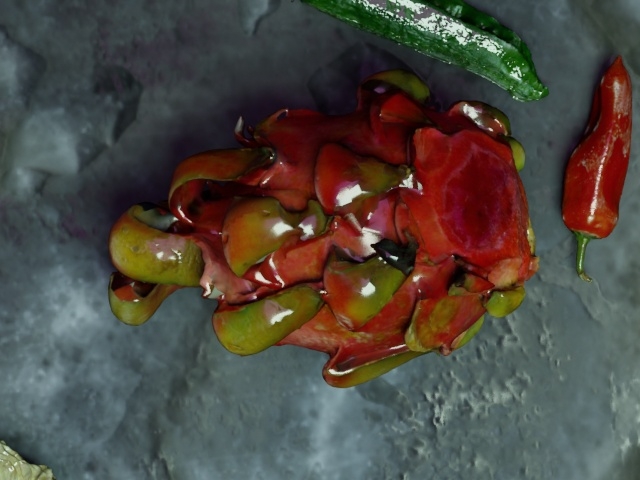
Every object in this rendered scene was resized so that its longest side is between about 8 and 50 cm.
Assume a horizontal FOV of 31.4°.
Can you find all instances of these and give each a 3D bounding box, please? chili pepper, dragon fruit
[{"bbox_3d":[0.229,-0.061,0.943,0.050,0.059,0.191,10,89,8],"label":"chili pepper"},{"bbox_3d":[0.093,-0.178,0.954,0.227,0.059,0.088,32,92,-3],"label":"chili pepper"},{"bbox_3d":[0.008,-0.011,0.864,0.307,0.243,0.227,15,47,-18],"label":"dragon fruit"}]

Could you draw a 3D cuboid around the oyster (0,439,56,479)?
[{"bbox_3d":[-0.282,0.219,0.927,0.163,0.081,0.191,-15,103,22],"label":"oyster"}]
